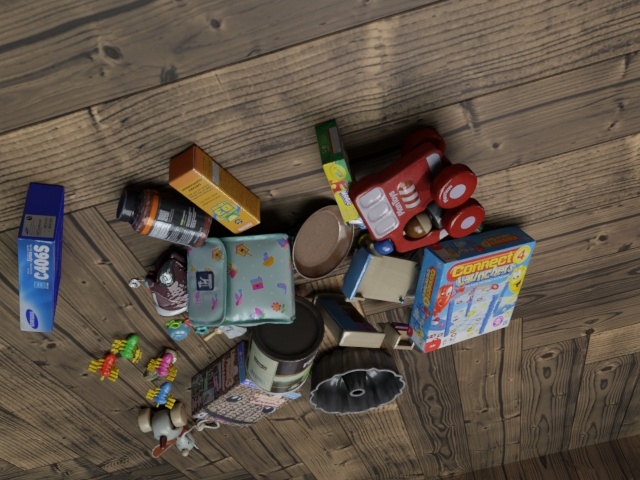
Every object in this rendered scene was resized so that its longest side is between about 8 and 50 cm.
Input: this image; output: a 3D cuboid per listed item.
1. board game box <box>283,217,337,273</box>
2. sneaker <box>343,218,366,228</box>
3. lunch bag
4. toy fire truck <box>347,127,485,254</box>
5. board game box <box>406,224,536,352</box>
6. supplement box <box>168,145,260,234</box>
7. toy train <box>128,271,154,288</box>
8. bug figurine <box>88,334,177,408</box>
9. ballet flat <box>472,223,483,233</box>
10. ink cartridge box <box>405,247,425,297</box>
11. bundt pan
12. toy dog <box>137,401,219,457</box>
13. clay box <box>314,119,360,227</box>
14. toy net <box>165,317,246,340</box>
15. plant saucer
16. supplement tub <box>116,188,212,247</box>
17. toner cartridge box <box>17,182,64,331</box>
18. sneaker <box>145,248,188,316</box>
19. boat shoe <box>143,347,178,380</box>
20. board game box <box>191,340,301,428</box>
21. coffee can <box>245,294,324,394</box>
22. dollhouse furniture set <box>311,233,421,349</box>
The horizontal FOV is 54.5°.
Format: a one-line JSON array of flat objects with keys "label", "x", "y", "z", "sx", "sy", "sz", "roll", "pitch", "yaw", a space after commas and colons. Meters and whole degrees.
[{"label": "board game box", "x": -0.066, "y": 0.025, "z": 1.629, "sx": 0.186, "sy": 0.026, "sz": 0.126, "roll": -36, "pitch": 133, "yaw": 28}, {"label": "sneaker", "x": 0.122, "y": -0.061, "z": 1.538, "sx": 0.144, "sy": 0.053, "sz": 0.059, "roll": 5, "pitch": 125, "yaw": -13}, {"label": "lunch bag", "x": -0.197, "y": 0.095, "z": 1.506, "sx": 0.262, "sy": 0.223, "sz": 0.160, "roll": -2, "pitch": 179, "yaw": 1}, {"label": "toy fire truck", "x": 0.210, "y": -0.083, "z": 1.396, "sx": 0.254, "sy": 0.169, "sz": 0.302, "roll": -31, "pitch": 142, "yaw": 2}, {"label": "board game box", "x": 0.405, "y": 0.131, "z": 1.687, "sx": 0.308, "sy": 0.086, "sz": 0.302, "roll": -12, "pitch": 128, "yaw": -25}, {"label": "supplement box", "x": -0.232, "y": -0.108, "z": 1.394, "sx": 0.078, "sy": 0.080, "sz": 0.233, "roll": -26, "pitch": 141, "yaw": 22}, {"label": "toy train", "x": -0.431, "y": 0.149, "z": 1.683, "sx": 0.125, "sy": 0.046, "sz": 0.166, "roll": -27, "pitch": 138, "yaw": 19}, {"label": "bug figurine", "x": -0.546, "y": 0.392, "z": 1.890, "sx": 0.279, "sy": 0.072, "sz": 0.216, "roll": 30, "pitch": 119, "yaw": -7}, {"label": "ballet flat", "x": 0.364, "y": -0.058, "z": 1.603, "sx": 0.052, "sy": 0.057, "sz": 0.168, "roll": -23, "pitch": 140, "yaw": 30}, {"label": "ink cartridge box", "x": 0.342, "y": 0.102, "z": 1.798, "sx": 0.225, "sy": 0.056, "sz": 0.181, "roll": 5, "pitch": 138, "yaw": -26}, {"label": "bundt pan", "x": 0.117, "y": 0.466, "z": 2.124, "sx": 0.331, "sy": 0.124, "sz": 0.331, "roll": -5, "pitch": 140, "yaw": -5}, {"label": "toy dog", "x": -0.529, "y": 0.717, "z": 2.256, "sx": 0.220, "sy": 0.161, "sz": 0.333, "roll": -26, "pitch": 138, "yaw": 18}, {"label": "clay box", "x": 0.047, "y": -0.141, "z": 1.375, "sx": 0.053, "sy": 0.127, "sz": 0.222, "roll": -16, "pitch": 141, "yaw": 8}, {"label": "toy net", "x": -0.334, "y": 0.248, "z": 1.830, "sx": 0.232, "sy": 0.045, "sz": 0.122, "roll": -2, "pitch": 138, "yaw": -12}, {"label": "plant saucer", "x": 0.000, "y": 0.000, "z": 1.545, "sx": 0.199, "sy": 0.036, "sz": 0.198, "roll": -22, "pitch": 127, "yaw": -33}, {"label": "supplement tub", "x": -0.354, "y": -0.056, "z": 1.409, "sx": 0.198, "sy": 0.106, "sz": 0.106, "roll": 17, "pitch": 134, "yaw": -28}, {"label": "toner cartridge box", "x": -0.639, "y": 0.048, "z": 1.425, "sx": 0.075, "sy": 0.165, "sz": 0.348, "roll": 7, "pitch": 137, "yaw": -19}, {"label": "sneaker", "x": -0.311, "y": 0.077, "z": 1.587, "sx": 0.281, "sy": 0.106, "sz": 0.162, "roll": -23, "pitch": 118, "yaw": -8}, {"label": "boat shoe", "x": -0.510, "y": 0.387, "z": 1.949, "sx": 0.153, "sy": 0.056, "sz": 0.048, "roll": -35, "pitch": 125, "yaw": 25}, {"label": "board game box", "x": -0.249, "y": 0.482, "z": 2.050, "sx": 0.232, "sy": 0.141, "sz": 0.291, "roll": 26, "pitch": 129, "yaw": -36}, {"label": "coffee can", "x": -0.109, "y": 0.304, "z": 1.792, "sx": 0.202, "sy": 0.201, "sz": 0.275, "roll": -1, "pitch": 148, "yaw": -11}, {"label": "dollhouse furniture set", "x": 0.157, "y": 0.120, "z": 1.741, "sx": 0.286, "sy": 0.198, "sz": 0.303, "roll": 9, "pitch": 112, "yaw": -32}]
